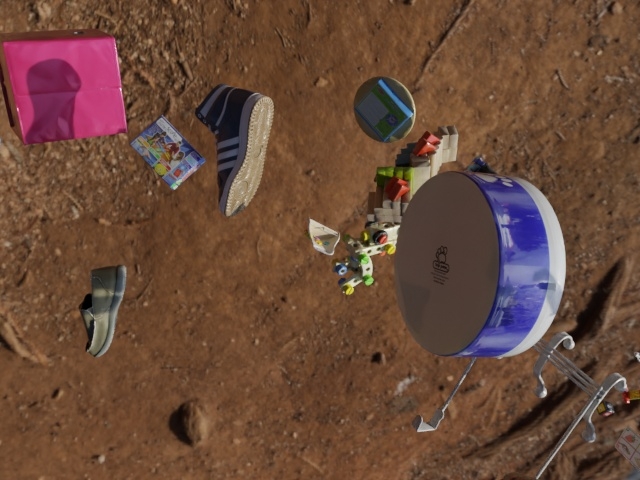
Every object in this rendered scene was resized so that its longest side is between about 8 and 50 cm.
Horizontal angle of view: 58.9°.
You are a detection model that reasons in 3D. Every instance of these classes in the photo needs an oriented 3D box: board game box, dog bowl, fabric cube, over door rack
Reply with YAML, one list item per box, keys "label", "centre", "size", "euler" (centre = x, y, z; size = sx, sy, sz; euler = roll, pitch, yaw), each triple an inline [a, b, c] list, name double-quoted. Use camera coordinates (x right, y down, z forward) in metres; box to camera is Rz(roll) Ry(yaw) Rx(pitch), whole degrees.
- label: "board game box"
  centre: [-0.469, -0.271, 1.742]
  size: [0.136, 0.201, 0.035]
  euler: [-43, 168, -5]
- label: "dog bowl"
  centre: [0.213, 0.034, 0.813]
  size: [0.104, 0.264, 0.264]
  euler: [4, 132, -22]
- label: "fabric cube"
  centre: [-0.692, -0.416, 1.503]
  size: [0.258, 0.254, 0.259]
  euler: [-15, 119, -30]
- label: "over door rack"
  centre: [0.346, 0.297, 1.011]
  size: [0.108, 0.239, 0.324]
  euler: [26, 104, -40]

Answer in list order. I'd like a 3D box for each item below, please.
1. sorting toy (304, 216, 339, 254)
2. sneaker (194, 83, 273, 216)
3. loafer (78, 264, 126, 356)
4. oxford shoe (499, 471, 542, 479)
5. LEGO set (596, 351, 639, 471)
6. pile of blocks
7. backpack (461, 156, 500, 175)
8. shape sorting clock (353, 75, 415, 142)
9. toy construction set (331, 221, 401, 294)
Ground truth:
- label: "sorting toy"
  centre: [0.000, 0.000, 1.215]
  size: [0.083, 0.075, 0.045]
  euler: [26, 118, -24]
- label: "sneaker"
  centre: [-0.206, -0.203, 1.248]
  size: [0.099, 0.153, 0.282]
  euler: [-22, 135, -57]
- label: "loafer"
  centre: [-0.520, 0.161, 1.326]
  size: [0.087, 0.094, 0.251]
  euler: [12, 112, -23]
- label: "oxford shoe"
  centre: [0.282, 0.369, 0.737]
  size: [0.123, 0.130, 0.348]
  euler: [-41, 156, -21]
- label: "LEGO set"
  centre: [0.561, 0.313, 0.945]
  size: [0.060, 0.244, 0.182]
  euler: [16, 106, -19]
- label: "pile of blocks"
  centre: [0.217, -0.191, 1.368]
  size: [0.149, 0.362, 0.112]
  euler: [21, 141, 25]
- label: "backpack"
  centre: [0.392, -0.117, 1.517]
  size: [0.173, 0.117, 0.158]
  euler: [-45, 173, -4]
- label: "shape sorting clock"
  centre: [0.194, -0.398, 1.731]
  size: [0.206, 0.040, 0.206]
  euler: [21, 131, 27]
- label: "toy construction set"
  centre: [0.192, 0.026, 1.781]
  size: [0.328, 0.151, 0.215]
  euler: [-26, 137, -34]
